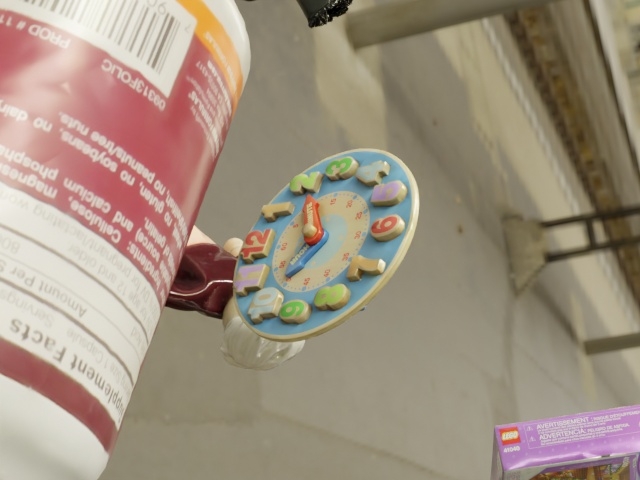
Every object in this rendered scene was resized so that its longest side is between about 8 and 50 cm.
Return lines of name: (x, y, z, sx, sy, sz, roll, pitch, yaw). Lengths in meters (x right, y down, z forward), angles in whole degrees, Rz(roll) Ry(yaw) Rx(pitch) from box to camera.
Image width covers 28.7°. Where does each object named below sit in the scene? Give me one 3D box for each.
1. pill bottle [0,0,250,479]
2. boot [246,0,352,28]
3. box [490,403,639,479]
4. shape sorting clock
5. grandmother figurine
pill bottle: (-0.196, 0.015, 0.696, 0.224, 0.224, 0.392, 57, 44, -52)
boot: (-0.027, -0.293, 1.481, 0.099, 0.121, 0.045, 57, -5, 19)
box: (0.293, 0.281, 1.404, 0.293, 0.201, 0.057, 82, 0, -55)
shape sorting clock: (0.000, 0.000, 1.137, 0.040, 0.206, 0.206, 39, 38, -34)
grandmother figurine: (-0.147, 0.025, 1.431, 0.208, 0.342, 0.104, -20, 141, -41)
